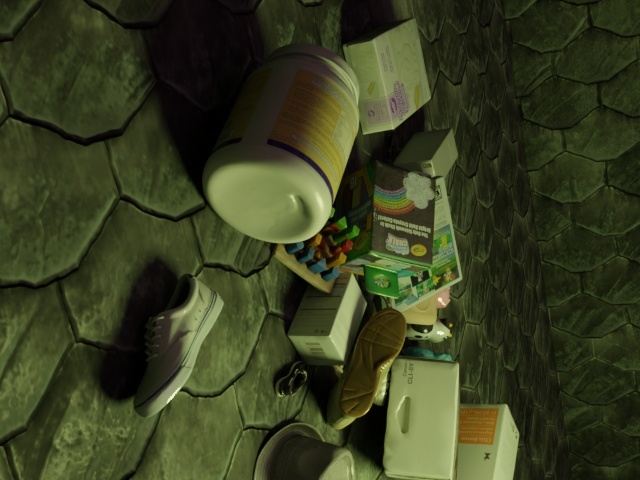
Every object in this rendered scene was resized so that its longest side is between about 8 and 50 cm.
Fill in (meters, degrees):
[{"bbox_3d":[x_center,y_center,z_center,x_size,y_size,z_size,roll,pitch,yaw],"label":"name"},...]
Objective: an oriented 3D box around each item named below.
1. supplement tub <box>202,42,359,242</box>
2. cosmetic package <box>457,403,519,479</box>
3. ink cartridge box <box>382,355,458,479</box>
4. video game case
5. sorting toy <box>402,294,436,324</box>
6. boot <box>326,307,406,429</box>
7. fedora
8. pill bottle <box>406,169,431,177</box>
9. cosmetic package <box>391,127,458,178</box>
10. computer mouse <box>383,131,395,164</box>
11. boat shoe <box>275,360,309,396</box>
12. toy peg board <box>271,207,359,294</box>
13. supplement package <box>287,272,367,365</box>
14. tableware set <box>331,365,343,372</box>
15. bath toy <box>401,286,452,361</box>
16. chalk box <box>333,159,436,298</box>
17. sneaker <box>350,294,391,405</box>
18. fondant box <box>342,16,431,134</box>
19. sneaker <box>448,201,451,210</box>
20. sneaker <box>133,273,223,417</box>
[{"bbox_3d":[-0.062,-0.188,1.532,0.241,0.241,0.331,58,39,-41],"label":"supplement tub"},{"bbox_3d":[0.403,0.686,2.287,0.161,0.230,0.453,61,36,-37],"label":"cosmetic package"},{"bbox_3d":[0.262,0.459,2.018,0.385,0.160,0.279,59,35,-69],"label":"ink cartridge box"},{"bbox_3d":[0.225,0.021,2.115,0.329,0.036,0.300,-24,109,-34],"label":"video game case"},{"bbox_3d":[0.231,0.118,2.190,0.193,0.038,0.208,9,79,-33],"label":"sorting toy"},{"bbox_3d":[0.097,0.287,1.804,0.203,0.095,0.262,112,2,-65],"label":"boot"},{"bbox_3d":[-0.011,0.494,1.647,0.275,0.124,0.244,18,70,-60],"label":"fedora"},{"bbox_3d":[0.235,-0.089,2.200,0.108,0.108,0.194,6,92,-62],"label":"pill bottle"},{"bbox_3d":[0.303,-0.231,2.347,0.238,0.127,0.107,-54,133,-49],"label":"cosmetic package"},{"bbox_3d":[0.172,-0.209,2.198,0.242,0.041,0.071,-76,165,-44],"label":"computer mouse"},{"bbox_3d":[-0.049,0.288,1.697,0.125,0.038,0.046,-28,111,-60],"label":"boat shoe"},{"bbox_3d":[0.000,0.000,1.730,0.161,0.079,0.161,37,50,-24],"label":"toy peg board"},{"bbox_3d":[0.017,0.169,1.769,0.105,0.105,0.179,63,36,-37],"label":"supplement package"},{"bbox_3d":[0.043,0.214,1.902,0.141,0.020,0.169,61,37,-38],"label":"tableware set"},{"bbox_3d":[0.310,0.171,2.296,0.151,0.129,0.348,22,66,-59],"label":"bath toy"},{"bbox_3d":[0.143,-0.010,1.893,0.180,0.179,0.289,14,72,-26],"label":"chalk box"},{"bbox_3d":[0.121,0.256,1.949,0.100,0.108,0.272,71,24,-62],"label":"sneaker"},{"bbox_3d":[0.186,-0.449,2.193,0.330,0.096,0.238,-43,123,-55],"label":"fondant box"},{"bbox_3d":[0.326,-0.074,2.364,0.262,0.125,0.104,13,75,-61],"label":"sneaker"},{"bbox_3d":[-0.248,0.163,1.313,0.091,0.094,0.258,45,41,-22],"label":"sneaker"}]
